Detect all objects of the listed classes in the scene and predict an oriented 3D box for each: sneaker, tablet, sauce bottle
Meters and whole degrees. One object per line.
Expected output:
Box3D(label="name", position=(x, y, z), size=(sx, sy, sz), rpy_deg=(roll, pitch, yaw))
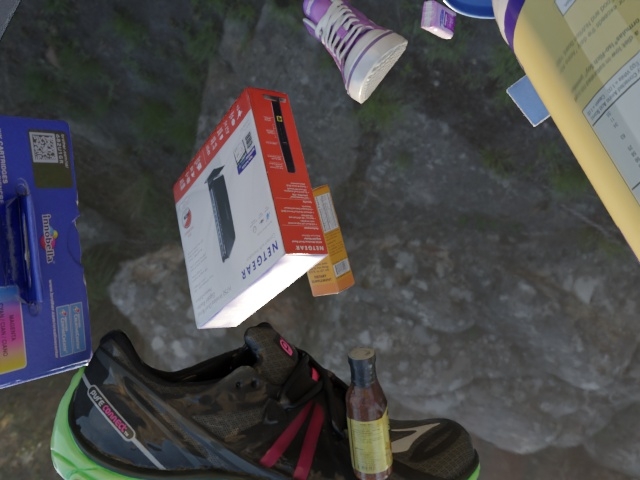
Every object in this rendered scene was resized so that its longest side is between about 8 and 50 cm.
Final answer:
Box3D(label="sneaker", position=(0.031, -0.281, 0.935), size=(0.161, 0.102, 0.282), rpy_deg=(39, -166, -6))
Box3D(label="tablet", position=(0.371, -0.248, 1.176), size=(0.083, 0.054, 0.006), rpy_deg=(56, -168, 11))
Box3D(label="sauce bottle", position=(0.045, 0.164, 0.636), size=(0.042, 0.042, 0.128), rpy_deg=(9, 113, 36))
Box3D(label="sneaker", position=(-0.031, 0.197, 0.734), size=(0.482, 0.203, 0.185), rpy_deg=(12, 171, -19))

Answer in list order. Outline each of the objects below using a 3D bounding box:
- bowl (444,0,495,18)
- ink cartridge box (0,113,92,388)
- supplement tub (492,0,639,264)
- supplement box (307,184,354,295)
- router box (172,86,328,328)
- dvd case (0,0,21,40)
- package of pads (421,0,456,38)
Box3D(label="bowl", position=(0.345, -0.497, 1.017), size=(0.390, 0.077, 0.391), rpy_deg=(-13, 160, -5))
Box3D(label="ink cartridge box", position=(-0.402, 0.014, 0.728), size=(0.395, 0.270, 0.151), rpy_deg=(-4, -177, 29))
Box3D(label="supplement tub", position=(0.275, -0.083, 0.389), size=(0.241, 0.240, 0.332), rpy_deg=(90, 158, -70))
Box3D(label="supplement box", position=(0.000, 0.000, 1.485), size=(0.078, 0.080, 0.234), rpy_deg=(-11, 96, 37))
Box3D(label="router box", position=(-0.138, -0.044, 1.170), size=(0.082, 0.301, 0.335), rpy_deg=(2, 153, -35))
Box3D(label="dvd case", position=(-0.221, -0.160, 0.242), size=(0.029, 0.180, 0.238), rpy_deg=(-7, 149, 40))
Box3D(label="package of pads", position=(0.223, -0.416, 1.268), size=(0.031, 0.050, 0.083), rpy_deg=(12, -173, 39))
